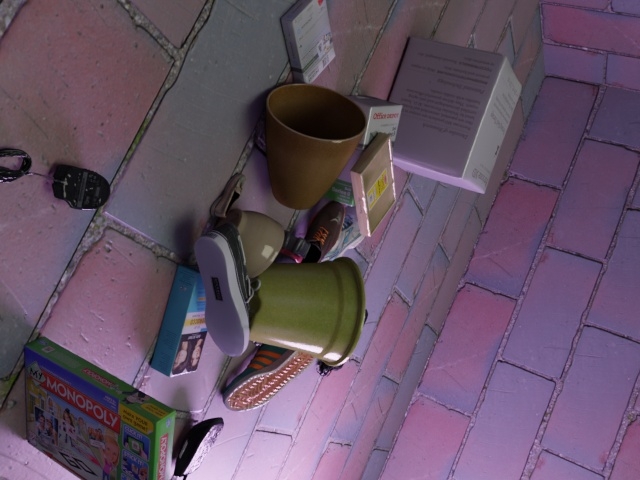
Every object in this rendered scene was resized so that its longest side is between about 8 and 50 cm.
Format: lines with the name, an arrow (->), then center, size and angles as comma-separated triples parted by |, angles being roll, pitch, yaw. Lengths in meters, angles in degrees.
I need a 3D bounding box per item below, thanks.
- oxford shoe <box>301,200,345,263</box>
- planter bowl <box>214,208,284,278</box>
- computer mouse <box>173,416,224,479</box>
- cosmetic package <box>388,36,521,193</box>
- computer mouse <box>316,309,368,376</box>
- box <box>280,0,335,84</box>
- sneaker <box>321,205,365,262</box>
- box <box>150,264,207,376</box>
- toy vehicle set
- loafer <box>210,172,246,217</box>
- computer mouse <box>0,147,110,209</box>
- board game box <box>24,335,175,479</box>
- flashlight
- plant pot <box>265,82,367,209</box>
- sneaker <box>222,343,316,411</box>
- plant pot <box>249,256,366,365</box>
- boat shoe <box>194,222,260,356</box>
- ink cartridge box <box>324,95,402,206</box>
oxford shoe -> 0.000, 0.000, 1.847 | 0.271, 0.097, 0.098 | -61, -172, -16
planter bowl -> -0.178, -0.006, 1.514 | 0.109, 0.162, 0.162 | 41, 68, -33
computer mouse -> -0.352, 0.550, 1.652 | 0.262, 0.060, 0.184 | -61, 159, 8
cosmetic package -> 0.424, -0.404, 2.178 | 0.329, 0.327, 0.393 | 11, 99, -64
computer mouse -> 0.074, 0.344, 2.324 | 0.272, 0.072, 0.188 | -62, 158, 12
box -> -0.026, -0.485, 1.582 | 0.145, 0.038, 0.186 | -55, 151, -30
sneaker -> 0.055, -0.023, 1.981 | 0.283, 0.110, 0.122 | -55, 147, -29
box -> -0.300, 0.178, 1.487 | 0.100, 0.060, 0.244 | 4, 104, -63
toy vehicle set -> 0.155, -0.155, 1.885 | 0.166, 0.035, 0.266 | -53, 150, -29
loafer -> -0.201, -0.100, 1.508 | 0.125, 0.039, 0.045 | -57, 150, -25
computer mouse -> -0.441, -0.098, 1.061 | 0.242, 0.041, 0.071 | 19, 82, -57
board game box -> -0.385, 0.321, 1.129 | 0.046, 0.317, 0.213 | -26, 129, -54
flashlight -> -0.130, 0.124, 1.737 | 0.103, 0.103, 0.304 | 30, 81, -37
plant pot -> -0.036, -0.208, 1.586 | 0.237, 0.237, 0.254 | -42, 158, -45
sneaker -> -0.156, 0.365, 1.854 | 0.302, 0.121, 0.108 | -30, 121, -23
plant pot -> -0.067, 0.159, 1.596 | 0.254, 0.276, 0.276 | 9, 103, -25
boat shoe -> -0.197, 0.108, 1.445 | 0.105, 0.113, 0.306 | -40, 126, -49
ink cartridge box -> 0.116, -0.264, 1.912 | 0.211, 0.122, 0.289 | -21, 127, -56
